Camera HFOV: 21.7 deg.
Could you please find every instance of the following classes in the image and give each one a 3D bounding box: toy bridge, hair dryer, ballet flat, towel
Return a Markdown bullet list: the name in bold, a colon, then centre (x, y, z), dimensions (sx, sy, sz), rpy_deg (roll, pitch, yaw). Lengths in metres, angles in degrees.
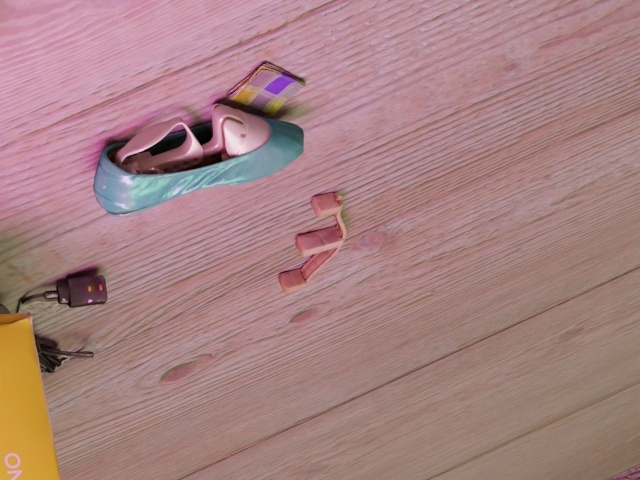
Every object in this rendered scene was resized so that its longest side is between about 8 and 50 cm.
- **toy bridge**: centre (0.000, 0.000, 2.114), dimensions (0.063, 0.026, 0.188), rpy_deg (-14, 150, -28)
- **hair dryer**: centre (-0.389, 0.145, 1.972), dimensions (0.293, 0.080, 0.224), rpy_deg (-12, 150, -26)
- **ballet flat**: centre (-0.126, -0.098, 1.788), dimensions (0.247, 0.083, 0.087), rpy_deg (-19, 137, -18)
- **towel**: centre (-0.058, -0.162, 1.805), dimensions (0.060, 0.009, 0.083), rpy_deg (-39, 150, 21)

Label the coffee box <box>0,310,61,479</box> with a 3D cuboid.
- **coffee box**: centre (-0.466, 0.294, 1.692), dimensions (0.338, 0.338, 0.334), rpy_deg (-2, 156, -29)
